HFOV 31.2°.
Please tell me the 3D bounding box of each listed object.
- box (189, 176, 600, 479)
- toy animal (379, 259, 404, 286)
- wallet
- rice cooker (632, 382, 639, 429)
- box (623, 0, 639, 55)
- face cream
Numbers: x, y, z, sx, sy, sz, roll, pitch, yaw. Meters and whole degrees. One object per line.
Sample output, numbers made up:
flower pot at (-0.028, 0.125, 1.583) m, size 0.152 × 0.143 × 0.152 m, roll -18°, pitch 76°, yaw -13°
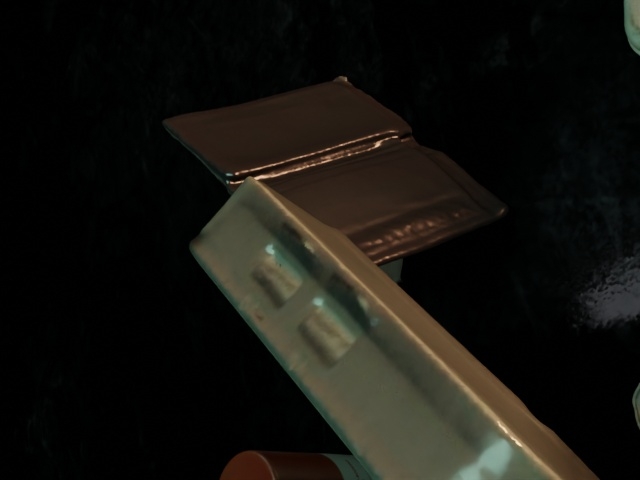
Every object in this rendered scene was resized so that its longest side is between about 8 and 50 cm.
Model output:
box at (0.102, 0.150, 0.902) m, size 0.111 × 0.396 × 0.396 m, roll -45°, pitch 46°, yaw 0°
toy animal at (0.000, 0.000, 1.236) m, size 0.138 × 0.166 × 0.179 m, roll -36°, pitch 36°, yaw -22°
wallet at (0.015, -0.077, 1.194) m, size 0.323 × 0.247 × 0.041 m, roll 45°, pitch 140°, yaw 40°
rice cooker at (0.336, 0.177, 0.723) m, size 0.316 × 0.317 × 0.264 m, roll 42°, pitch 115°, yaw 45°
box at (0.336, -0.258, 0.915) m, size 0.175 × 0.182 × 0.311 m, roll -12°, pitch 72°, yaw 46°
face cream at (0.010, 0.254, 1.107) m, size 0.096 × 0.214 × 0.095 m, roll -15°, pitch 69°, yaw 45°
